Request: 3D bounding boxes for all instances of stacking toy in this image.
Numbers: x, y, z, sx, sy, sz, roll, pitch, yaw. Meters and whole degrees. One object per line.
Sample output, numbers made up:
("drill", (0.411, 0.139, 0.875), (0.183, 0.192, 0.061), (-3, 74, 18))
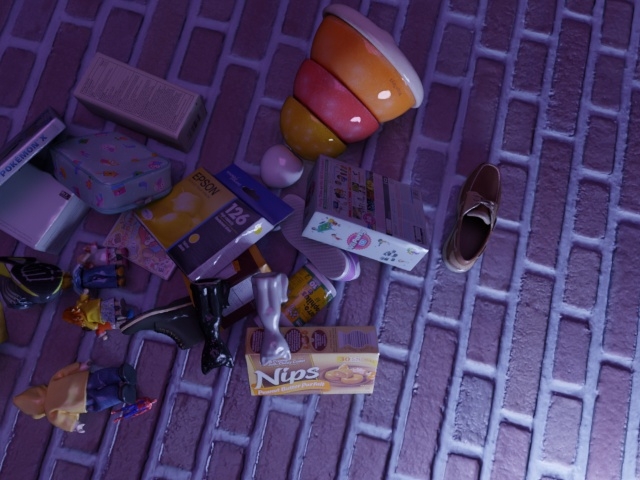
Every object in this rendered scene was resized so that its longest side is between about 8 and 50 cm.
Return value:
("stacking toy", (0.003, -0.337, 1.282), (0.350, 0.350, 0.480), (44, 97, 6))

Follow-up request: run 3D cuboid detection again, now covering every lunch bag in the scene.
("lunch bag", (-0.526, -0.180, 1.230), (0.279, 0.108, 0.224), (31, 37, 24))

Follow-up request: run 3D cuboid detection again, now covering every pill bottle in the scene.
("pill bottle", (-0.069, 0.166, 1.248), (0.208, 0.117, 0.118), (-41, 84, -9))

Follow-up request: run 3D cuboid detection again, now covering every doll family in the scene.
("doll family", (-0.587, 0.128, 1.227), (0.163, 0.118, 0.263), (-7, 85, 0))

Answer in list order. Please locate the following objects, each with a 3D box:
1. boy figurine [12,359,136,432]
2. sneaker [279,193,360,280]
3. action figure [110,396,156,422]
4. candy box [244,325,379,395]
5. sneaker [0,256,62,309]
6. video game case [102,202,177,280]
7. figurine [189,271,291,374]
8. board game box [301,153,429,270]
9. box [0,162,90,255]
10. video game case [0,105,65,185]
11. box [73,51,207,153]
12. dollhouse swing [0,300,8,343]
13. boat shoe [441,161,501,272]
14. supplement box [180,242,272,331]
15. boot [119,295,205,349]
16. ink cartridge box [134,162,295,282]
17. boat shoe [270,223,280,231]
("boy figurine", (-0.615, 0.394, 1.196), (0.284, 0.092, 0.178), (-13, 62, -3))
("sneaker", (-0.001, 0.001, 1.281), (0.102, 0.161, 0.282), (-42, 67, 16))
("action figure", (-0.478, 0.433, 1.232), (0.115, 0.030, 0.038), (-21, 76, -8))
("candy box", (-0.022, 0.300, 1.188), (0.315, 0.183, 0.088), (0, 42, -1))
("sneaker", (-0.726, 0.117, 1.193), (0.111, 0.299, 0.122), (-4, 102, -44))
("video game case", (-0.450, -0.036, 1.318), (0.206, 0.026, 0.227), (28, 80, 3))
("figurine", (-0.170, 0.184, 1.062), (0.214, 0.092, 0.210), (-5, 94, -7))
("board game box", (0.114, -0.074, 1.225), (0.303, 0.098, 0.224), (18, 45, -15))
("box", (-0.747, -0.086, 1.270), (0.180, 0.119, 0.182), (31, 80, 4))
("video game case", (-0.784, -0.220, 1.219), (0.300, 0.329, 0.036), (-46, 126, -9))
("box", (-0.493, -0.380, 1.330), (0.310, 0.121, 0.148), (24, 80, 3))
("dollhouse swing", (-1.015, 0.181, 1.139), (0.346, 0.315, 0.305), (-16, 101, -4))
("boat shoe", (0.433, -0.068, 1.307), (0.123, 0.116, 0.325), (18, 80, 1))
("supplement box", (-0.230, 0.086, 1.209), (0.194, 0.129, 0.191), (-30, 47, -7))
("boot", (-0.397, 0.236, 1.228), (0.197, 0.077, 0.137), (-21, 86, -22))
("ink cartridge box", (-0.275, -0.071, 1.220), (0.307, 0.072, 0.303), (-42, 52, -14))
("boat shoe", (-0.177, -0.061, 1.306), (0.228, 0.076, 0.080), (-14, 81, -4))
